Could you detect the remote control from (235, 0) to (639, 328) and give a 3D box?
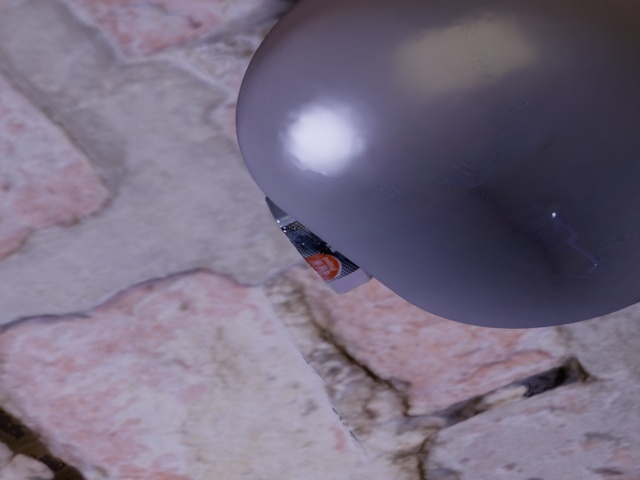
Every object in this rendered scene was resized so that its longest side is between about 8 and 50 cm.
[{"bbox_3d":[0.098,-0.046,1.011,0.221,0.103,0.332,-24,144,23],"label":"remote control"}]

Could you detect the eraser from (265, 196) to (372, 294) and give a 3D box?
[{"bbox_3d":[0.000,0.000,1.111,0.027,0.019,0.099,-24,145,12],"label":"eraser"}]
